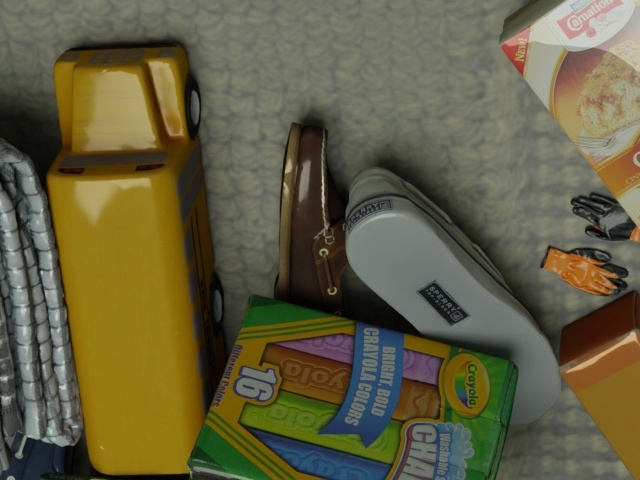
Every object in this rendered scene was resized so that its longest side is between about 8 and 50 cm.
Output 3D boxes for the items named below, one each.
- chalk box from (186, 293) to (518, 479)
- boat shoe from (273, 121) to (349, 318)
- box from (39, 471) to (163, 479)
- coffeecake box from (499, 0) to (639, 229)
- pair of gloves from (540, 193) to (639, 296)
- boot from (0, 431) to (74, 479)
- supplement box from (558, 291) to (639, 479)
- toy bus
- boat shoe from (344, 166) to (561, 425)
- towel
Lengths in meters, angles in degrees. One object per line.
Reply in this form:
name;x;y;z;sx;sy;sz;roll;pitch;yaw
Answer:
chalk box;0.054;0.191;1.461;0.289;0.179;0.180;15;141;6
boat shoe;0.000;0.000;1.497;0.073;0.073;0.207;6;122;5
box;-0.172;0.224;1.569;0.105;0.179;0.043;3;77;8
coffeecake box;0.248;-0.126;1.402;0.142;0.068;0.185;-34;105;22
pair of gloves;0.226;0.005;1.496;0.074;0.010;0.083;23;115;-2
boot;-0.266;0.243;1.602;0.086;0.069;0.190;6;75;4
supplement box;0.289;0.161;1.522;0.078;0.080;0.233;-30;105;20
toy bus;-0.148;0.014;1.490;0.108;0.130;0.333;-1;114;9
boat shoe;0.105;0.045;1.491;0.096;0.088;0.267;-34;123;21
towel;-0.322;0.035;1.480;0.235;0.121;0.284;20;125;41
